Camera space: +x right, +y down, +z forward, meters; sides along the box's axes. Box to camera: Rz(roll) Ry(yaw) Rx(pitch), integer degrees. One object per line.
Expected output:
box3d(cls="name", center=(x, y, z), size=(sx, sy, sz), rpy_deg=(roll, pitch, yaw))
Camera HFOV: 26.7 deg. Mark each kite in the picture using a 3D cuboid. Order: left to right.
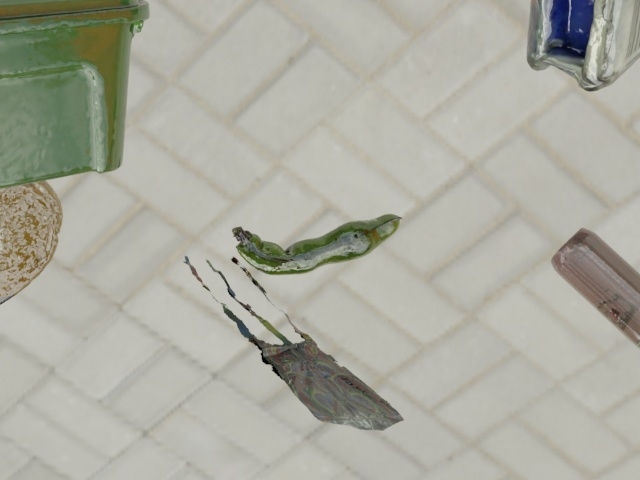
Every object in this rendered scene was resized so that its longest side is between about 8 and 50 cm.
box3d(cls="kite", center=(-0.037, 0.103, 1.386), size=(0.152, 0.285, 0.015), rpy_deg=(11, 118, -53))

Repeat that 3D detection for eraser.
box3d(cls="eraser", center=(0.308, -0.281, 1.244), size=(0.101, 0.332, 0.155), rpy_deg=(27, 141, 27))

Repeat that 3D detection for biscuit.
box3d(cls="biscuit", center=(-0.412, -0.003, 1.587), size=(0.226, 0.042, 0.226), rpy_deg=(-18, 132, -21))

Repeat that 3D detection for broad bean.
box3d(cls="broad bean", center=(-0.003, 0.007, 1.522), size=(0.195, 0.046, 0.061), rpy_deg=(-4, 116, -11))

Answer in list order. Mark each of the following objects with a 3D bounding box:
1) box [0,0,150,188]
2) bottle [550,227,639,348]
box3d(cls="box", center=(-0.331, -0.148, 1.205), size=(0.329, 0.253, 0.178), rpy_deg=(15, 110, 45))
box3d(cls="bottle", center=(0.284, 0.051, 1.274), size=(0.140, 0.053, 0.053), rpy_deg=(44, 124, 11))
